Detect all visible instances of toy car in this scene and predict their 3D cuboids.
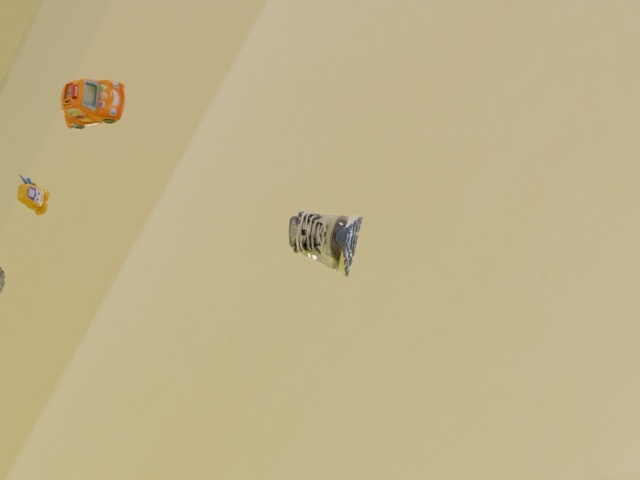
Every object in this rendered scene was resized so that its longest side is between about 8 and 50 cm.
[{"bbox_3d":[-0.202,-0.079,1.165,0.040,0.060,0.122,33,-106,-56],"label":"toy car"}]

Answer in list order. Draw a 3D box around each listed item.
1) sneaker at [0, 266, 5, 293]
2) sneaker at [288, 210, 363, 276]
[{"bbox_3d":[-0.332,0.017,1.136,0.121,0.111,0.300,20,-24,1],"label":"sneaker"},{"bbox_3d":[0.000,0.000,1.215,0.058,0.135,0.052,14,-94,-5],"label":"sneaker"}]
